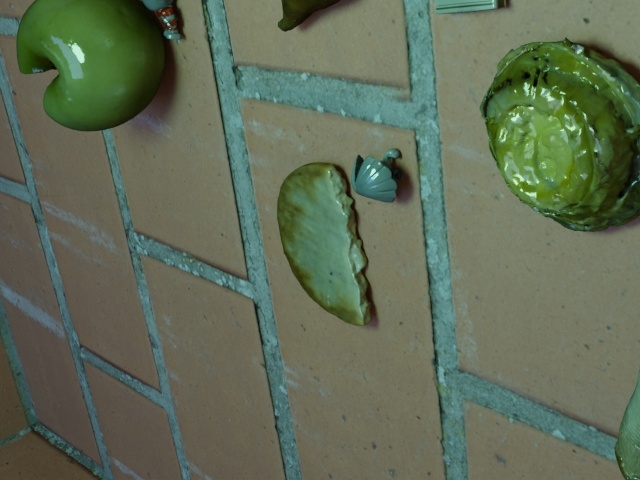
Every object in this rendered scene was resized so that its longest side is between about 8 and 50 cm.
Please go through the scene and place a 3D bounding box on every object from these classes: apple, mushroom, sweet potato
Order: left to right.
[{"bbox_3d":[-0.448,-0.363,1.931,0.292,0.254,0.291,29,134,34],"label":"apple"},{"bbox_3d":[0.007,-0.413,1.458,0.112,0.112,0.359,59,148,5],"label":"sweet potato"},{"bbox_3d":[0.456,0.192,1.300,0.123,0.095,0.351,-135,37,-52],"label":"mushroom"}]

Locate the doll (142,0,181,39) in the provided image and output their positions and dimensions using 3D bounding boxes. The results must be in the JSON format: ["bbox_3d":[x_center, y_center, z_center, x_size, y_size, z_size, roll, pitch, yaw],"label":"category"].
[{"bbox_3d":[-0.310,-0.463,1.856,0.180,0.079,0.094,67,171,-29],"label":"doll"}]

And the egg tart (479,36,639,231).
[{"bbox_3d":[0.311,-0.127,1.271,0.279,0.095,0.278,29,134,36],"label":"egg tart"}]

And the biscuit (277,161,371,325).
[{"bbox_3d":[0.000,0.000,1.788,0.205,0.040,0.308,9,119,48],"label":"biscuit"}]

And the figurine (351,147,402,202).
[{"bbox_3d":[0.096,-0.100,1.587,0.086,0.082,0.094,-13,112,37],"label":"figurine"}]

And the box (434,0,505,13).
[{"bbox_3d":[0.185,-0.404,1.304,0.109,0.029,0.198,9,118,49],"label":"box"}]
